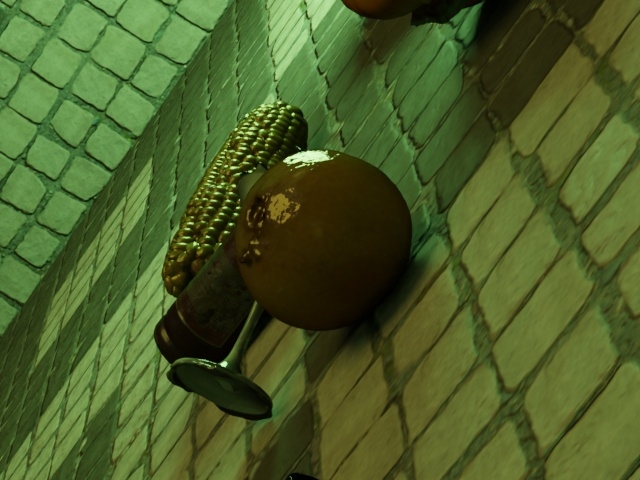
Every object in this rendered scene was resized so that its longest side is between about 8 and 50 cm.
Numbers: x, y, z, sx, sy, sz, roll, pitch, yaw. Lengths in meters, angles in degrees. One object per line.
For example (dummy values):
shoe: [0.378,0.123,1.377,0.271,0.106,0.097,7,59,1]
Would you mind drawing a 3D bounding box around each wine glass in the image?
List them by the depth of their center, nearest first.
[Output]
wine glass: [-0.050,0.045,1.383,0.122,0.122,0.183,-31,31,62]

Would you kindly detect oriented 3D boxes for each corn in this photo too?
corn: [-0.078,-0.040,1.731,0.101,0.101,0.292,-43,17,46]

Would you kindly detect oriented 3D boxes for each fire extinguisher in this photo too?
fire extinguisher: [-0.064,0.019,1.532,0.252,0.075,0.106,-50,-24,27]

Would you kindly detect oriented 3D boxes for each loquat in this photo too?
loquat: [0.000,0.000,1.270,0.141,0.141,0.141,-52,14,19]

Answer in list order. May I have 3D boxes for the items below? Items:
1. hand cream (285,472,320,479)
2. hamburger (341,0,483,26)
hand cream: [-0.042,0.226,1.103,0.163,0.039,0.062,-61,14,10]
hamburger: [0.103,-0.306,1.493,0.246,0.170,0.246,172,90,-68]
